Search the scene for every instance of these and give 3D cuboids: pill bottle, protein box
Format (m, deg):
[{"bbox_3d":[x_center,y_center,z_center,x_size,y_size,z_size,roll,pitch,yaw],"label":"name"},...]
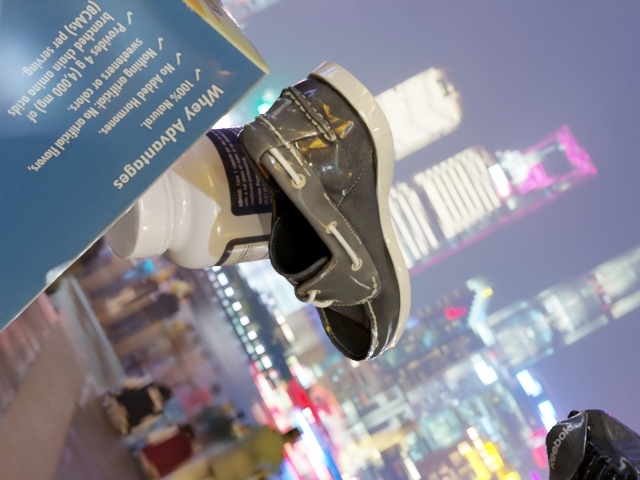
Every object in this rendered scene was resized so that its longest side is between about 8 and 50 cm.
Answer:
[{"bbox_3d":[-0.060,-0.031,0.900,0.094,0.169,0.094,17,-69,56],"label":"pill bottle"},{"bbox_3d":[-0.173,-0.089,0.560,0.201,0.200,0.136,37,13,-45],"label":"protein box"}]

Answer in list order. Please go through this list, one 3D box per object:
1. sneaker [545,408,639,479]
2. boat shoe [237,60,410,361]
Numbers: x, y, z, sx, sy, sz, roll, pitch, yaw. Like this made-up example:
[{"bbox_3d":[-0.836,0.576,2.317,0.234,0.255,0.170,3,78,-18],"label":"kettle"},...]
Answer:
[{"bbox_3d":[0.220,0.183,1.018,0.106,0.078,0.234,30,9,4],"label":"sneaker"},{"bbox_3d":[0.000,0.000,0.785,0.084,0.079,0.233,36,-25,32],"label":"boat shoe"}]
